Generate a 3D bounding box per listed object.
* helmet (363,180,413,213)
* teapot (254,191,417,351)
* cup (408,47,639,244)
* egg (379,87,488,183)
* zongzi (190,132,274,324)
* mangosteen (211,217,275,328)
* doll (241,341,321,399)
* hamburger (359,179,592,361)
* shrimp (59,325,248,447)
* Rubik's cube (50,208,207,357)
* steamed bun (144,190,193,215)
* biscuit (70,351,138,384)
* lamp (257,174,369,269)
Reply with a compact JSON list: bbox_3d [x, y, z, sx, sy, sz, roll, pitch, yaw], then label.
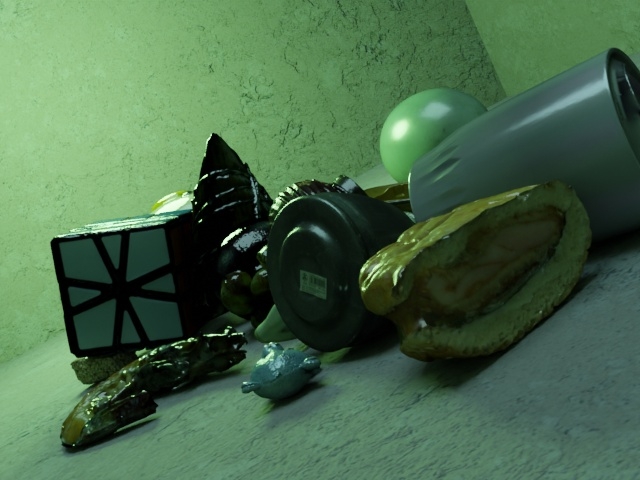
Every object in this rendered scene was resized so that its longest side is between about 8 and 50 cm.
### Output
[{"bbox_3d":[0.197,-0.043,1.805,0.257,0.140,0.205,-9,12,23],"label":"helmet"},{"bbox_3d":[0.058,0.073,1.453,0.239,0.321,0.239,-9,37,-39],"label":"teapot"},{"bbox_3d":[0.336,-0.104,1.360,0.371,0.253,0.253,-22,8,34],"label":"cup"},{"bbox_3d":[0.305,-0.260,2.412,0.276,0.276,0.389,-28,7,-19],"label":"egg"},{"bbox_3d":[-0.120,-0.007,2.071,0.362,0.383,0.319,-7,-31,0],"label":"zongzi"},{"bbox_3d":[-0.108,0.069,1.843,0.243,0.243,0.243,-25,8,4],"label":"mangosteen"},{"bbox_3d":[-0.059,0.183,1.362,0.120,0.075,0.180,-22,8,0],"label":"doll"},{"bbox_3d":[0.185,0.045,1.191,0.330,0.162,0.209,-33,8,-29],"label":"hamburger"},{"bbox_3d":[-0.307,0.261,1.645,0.445,0.085,0.272,-24,12,29],"label":"shrimp"},{"bbox_3d":[-0.424,0.092,2.118,0.288,0.293,0.283,-9,5,8],"label":"Rubik's cube"},{"bbox_3d":[-0.337,0.030,2.442,0.374,0.334,0.334,-31,7,5],"label":"steamed bun"},{"bbox_3d":[-0.497,0.287,2.102,0.168,0.070,0.082,-16,11,35],"label":"biscuit"},{"bbox_3d":[0.000,0.000,1.679,0.247,0.247,0.247,-25,8,4],"label":"lamp"}]
